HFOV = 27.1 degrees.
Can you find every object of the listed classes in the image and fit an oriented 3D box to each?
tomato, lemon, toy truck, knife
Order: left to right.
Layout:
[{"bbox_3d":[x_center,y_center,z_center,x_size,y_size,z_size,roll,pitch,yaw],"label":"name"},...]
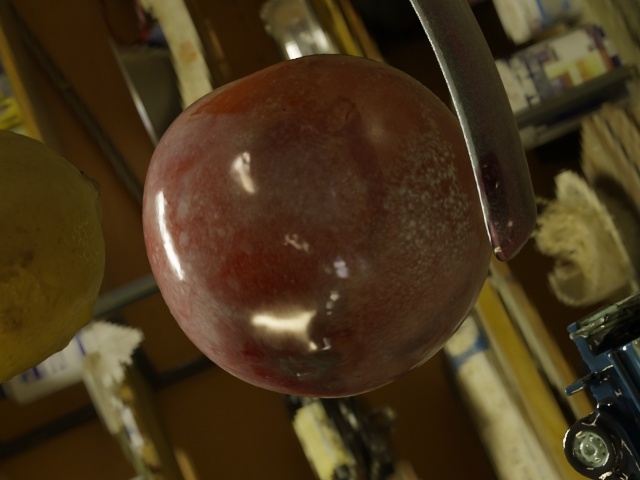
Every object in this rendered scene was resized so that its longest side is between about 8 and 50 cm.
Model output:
[{"bbox_3d":[-0.366,0.019,1.412,0.268,0.322,0.268,20,122,35],"label":"lemon"},{"bbox_3d":[0.000,0.000,1.008,0.270,0.270,0.227,70,-164,-50],"label":"tomato"},{"bbox_3d":[0.069,-0.121,0.810,0.123,0.053,0.278,0,-118,-61],"label":"knife"},{"bbox_3d":[0.194,0.121,0.671,0.074,0.088,0.202,-17,-103,-54],"label":"toy truck"}]
